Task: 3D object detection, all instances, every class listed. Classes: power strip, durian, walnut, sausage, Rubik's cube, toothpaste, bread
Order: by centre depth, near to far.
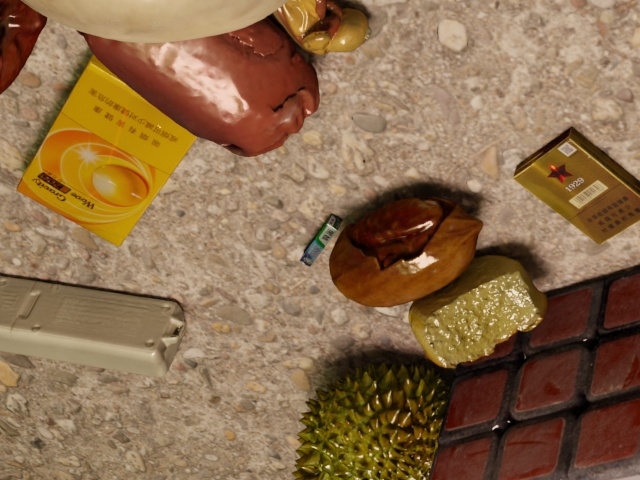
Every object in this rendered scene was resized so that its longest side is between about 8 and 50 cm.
[{"bbox_3d":[-0.128,-0.200,1.445,0.280,0.152,0.152,36,136,-18],"label":"sausage"},{"bbox_3d":[0.098,0.011,1.606,0.207,0.115,0.116,-20,124,36],"label":"walnut"},{"bbox_3d":[0.338,0.251,1.613,0.304,0.305,0.301,-19,124,38],"label":"Rubik's cube"},{"bbox_3d":[0.178,0.076,1.630,0.156,0.125,0.086,-30,113,7],"label":"bread"},{"bbox_3d":[0.000,0.000,1.699,0.017,0.020,0.083,31,138,-5],"label":"toothpaste"},{"bbox_3d":[0.085,0.273,1.817,0.291,0.224,0.291,-15,153,-8],"label":"durian"},{"bbox_3d":[-0.337,0.112,1.898,0.338,0.098,0.058,8,140,15],"label":"power strip"}]

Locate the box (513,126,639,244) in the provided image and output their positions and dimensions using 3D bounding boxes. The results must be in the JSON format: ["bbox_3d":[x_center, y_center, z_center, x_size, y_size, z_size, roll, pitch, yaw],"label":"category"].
[{"bbox_3d":[0.286,-0.056,1.521,0.133,0.023,0.090,35,135,-15],"label":"box"}]

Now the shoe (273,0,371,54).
[{"bbox_3d":[0.000,-0.224,1.425,0.069,0.072,0.109,-12,129,38],"label":"shoe"}]

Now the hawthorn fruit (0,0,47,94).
[{"bbox_3d":[-0.422,-0.253,1.434,0.300,0.275,0.275,4,137,32],"label":"hawthorn fruit"}]

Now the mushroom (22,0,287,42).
[{"bbox_3d":[-0.125,-0.321,1.239,0.315,0.356,0.315,33,167,9],"label":"mushroom"}]

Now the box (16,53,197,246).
[{"bbox_3d":[-0.251,-0.105,1.675,0.152,0.043,0.269,30,137,-10],"label":"box"}]
